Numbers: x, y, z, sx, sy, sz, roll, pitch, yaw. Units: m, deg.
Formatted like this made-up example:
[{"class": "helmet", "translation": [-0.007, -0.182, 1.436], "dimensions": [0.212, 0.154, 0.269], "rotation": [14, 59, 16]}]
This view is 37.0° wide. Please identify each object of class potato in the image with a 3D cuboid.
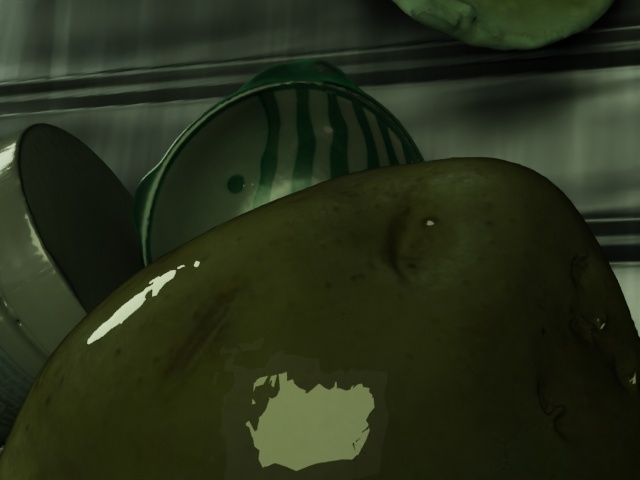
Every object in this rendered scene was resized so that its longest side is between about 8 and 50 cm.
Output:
[{"class": "potato", "translation": [-0.008, 0.102, 0.449], "dimensions": [0.327, 0.243, 0.220], "rotation": [-25, 65, 14]}]

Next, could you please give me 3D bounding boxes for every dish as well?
[{"class": "dish", "translation": [0.000, 0.000, 0.624], "dimensions": [0.246, 0.078, 0.224], "rotation": [9, 79, 21]}]

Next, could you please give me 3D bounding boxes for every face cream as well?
[{"class": "face cream", "translation": [-0.202, 0.034, 0.629], "dimensions": [0.153, 0.177, 0.177], "rotation": [-27, 68, 12]}]

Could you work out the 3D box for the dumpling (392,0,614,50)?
[{"class": "dumpling", "translation": [0.095, -0.276, 0.600], "dimensions": [0.270, 0.212, 0.320], "rotation": [17, 92, 19]}]
